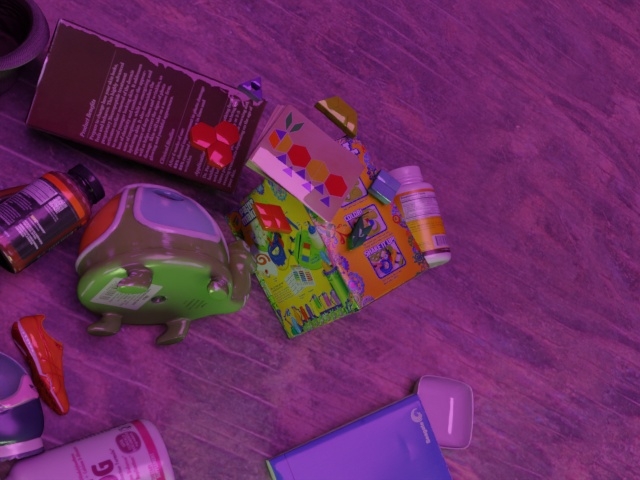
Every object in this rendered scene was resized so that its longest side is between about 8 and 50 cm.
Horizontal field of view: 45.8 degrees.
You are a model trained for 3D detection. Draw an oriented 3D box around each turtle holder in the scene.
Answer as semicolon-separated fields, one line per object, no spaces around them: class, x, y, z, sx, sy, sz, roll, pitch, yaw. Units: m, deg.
turtle holder;-0.252;0.027;1.298;0.320;0.243;0.227;-4;59;-15

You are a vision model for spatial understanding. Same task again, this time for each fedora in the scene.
fedora;-0.586;-0.322;1.274;0.244;0.124;0.275;10;46;-12

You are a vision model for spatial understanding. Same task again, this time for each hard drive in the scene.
hard drive;0.083;0.447;1.422;0.319;0.040;0.210;-20;84;-20

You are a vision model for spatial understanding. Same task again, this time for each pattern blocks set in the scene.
pattern blocks set;-0.027;-0.129;1.246;0.325;0.026;0.285;45;60;-6

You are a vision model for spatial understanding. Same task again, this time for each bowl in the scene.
bowl;0.243;0.355;1.557;0.142;0.053;0.142;16;67;-22

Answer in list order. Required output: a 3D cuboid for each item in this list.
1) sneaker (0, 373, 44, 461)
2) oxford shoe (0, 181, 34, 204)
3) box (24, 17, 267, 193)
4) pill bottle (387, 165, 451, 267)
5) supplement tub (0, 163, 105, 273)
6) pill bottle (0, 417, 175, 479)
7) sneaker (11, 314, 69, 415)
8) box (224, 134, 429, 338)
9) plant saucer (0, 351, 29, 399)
sneaker;-0.570;0.262;1.099;0.319;0.112;0.131;0;82;-23
oxford shoe;-0.493;-0.075;1.307;0.212;0.076;0.076;-16;120;-44
box;-0.313;-0.235;1.371;0.381;0.143;0.191;19;95;-23
pill bottle;0.198;-0.046;1.621;0.117;0.117;0.215;-7;78;-29
supplement tub;-0.448;-0.042;1.229;0.198;0.106;0.106;-42;96;-28
pill bottle;-0.380;0.392;1.163;0.283;0.160;0.160;-14;81;-30
sneaker;-0.445;0.202;1.247;0.067;0.064;0.175;-20;87;-40
box;0.000;0.000;1.404;0.177;0.290;0.279;-28;88;-31
plant saucer;-0.541;0.253;1.171;0.195;0.037;0.195;-3;100;-19
